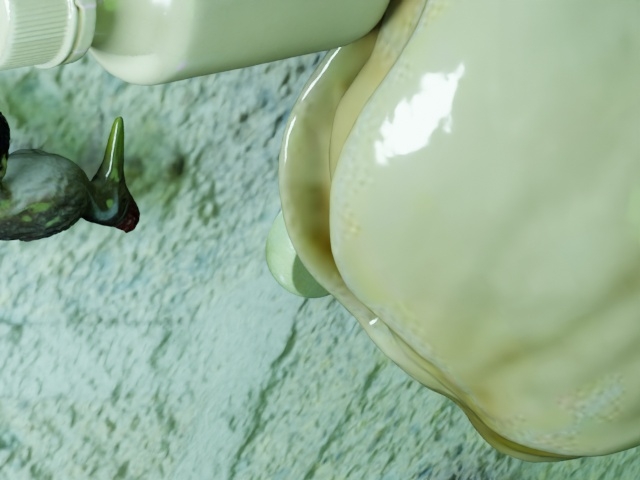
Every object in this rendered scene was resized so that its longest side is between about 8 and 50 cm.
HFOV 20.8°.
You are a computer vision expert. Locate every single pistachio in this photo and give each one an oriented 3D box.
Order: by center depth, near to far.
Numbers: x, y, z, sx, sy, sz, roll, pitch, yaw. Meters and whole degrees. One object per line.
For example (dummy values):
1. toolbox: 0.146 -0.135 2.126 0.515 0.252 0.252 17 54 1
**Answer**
1. pistachio: 0.155 -0.062 1.114 0.365 0.281 0.445 -9 108 -21

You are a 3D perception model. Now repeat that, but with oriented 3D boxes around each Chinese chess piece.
1. Chinese chess piece: 0.000 0.000 1.207 0.084 0.034 0.084 -27 137 -29

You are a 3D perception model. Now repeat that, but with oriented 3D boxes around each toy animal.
1. toy animal: -0.171 -0.030 0.989 0.202 0.070 0.105 9 123 -53

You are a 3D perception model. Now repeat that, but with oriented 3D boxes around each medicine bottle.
1. medicine bottle: -0.080 -0.143 0.945 0.252 0.114 0.114 -18 129 -39
